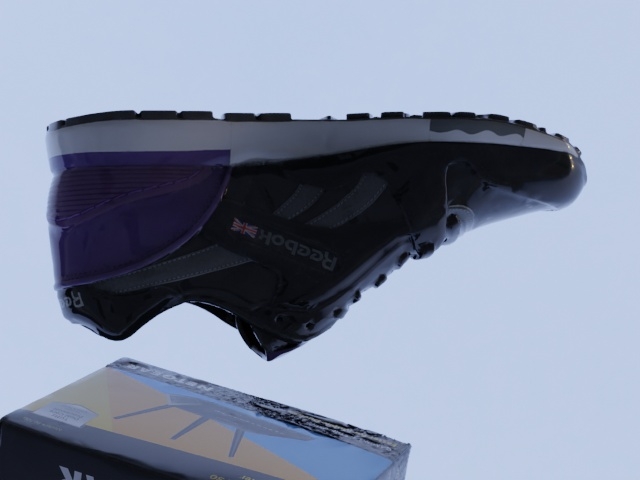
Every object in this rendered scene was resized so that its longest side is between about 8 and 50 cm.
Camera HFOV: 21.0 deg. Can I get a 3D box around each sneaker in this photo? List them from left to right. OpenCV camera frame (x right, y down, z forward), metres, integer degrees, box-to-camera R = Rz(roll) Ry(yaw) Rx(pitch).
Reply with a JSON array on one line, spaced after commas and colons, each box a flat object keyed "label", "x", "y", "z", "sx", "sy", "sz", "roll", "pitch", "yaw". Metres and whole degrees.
[{"label": "sneaker", "x": 0.000, "y": 0.000, "z": 0.897, "sx": 0.283, "sy": 0.107, "sz": 0.124, "roll": -1, "pitch": -94, "yaw": -12}]

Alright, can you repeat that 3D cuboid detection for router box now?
[{"label": "router box", "x": -0.059, "y": 0.118, "z": 0.894, "sx": 0.179, "sy": 0.046, "sz": 0.133, "roll": 15, "pitch": -164, "yaw": 19}]
